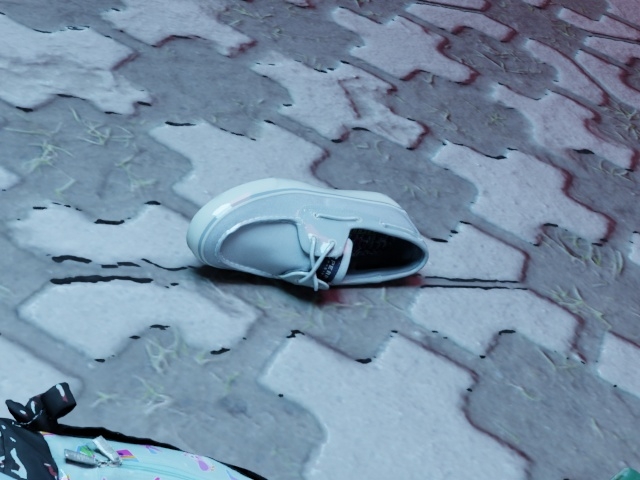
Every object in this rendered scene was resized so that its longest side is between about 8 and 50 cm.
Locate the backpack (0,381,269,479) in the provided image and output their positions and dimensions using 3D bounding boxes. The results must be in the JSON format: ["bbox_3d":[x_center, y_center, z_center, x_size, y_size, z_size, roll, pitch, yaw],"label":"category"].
[{"bbox_3d":[-0.102,0.167,0.548,0.182,0.152,0.115,19,35,-30],"label":"backpack"}]

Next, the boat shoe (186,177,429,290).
[{"bbox_3d":[0.000,0.001,0.906,0.227,0.079,0.081,-1,34,-39],"label":"boat shoe"}]

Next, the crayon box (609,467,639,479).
[{"bbox_3d":[0.203,0.287,0.481,0.323,0.203,0.083,40,35,26],"label":"crayon box"}]

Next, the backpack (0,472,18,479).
[{"bbox_3d":[-0.072,0.228,0.304,0.355,0.290,0.273,35,38,25],"label":"backpack"}]
